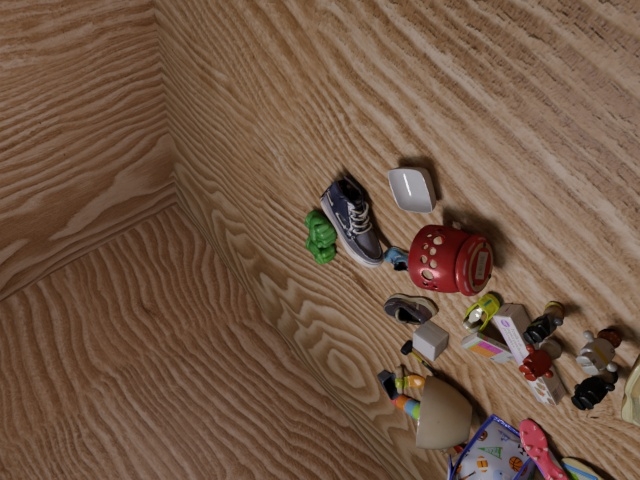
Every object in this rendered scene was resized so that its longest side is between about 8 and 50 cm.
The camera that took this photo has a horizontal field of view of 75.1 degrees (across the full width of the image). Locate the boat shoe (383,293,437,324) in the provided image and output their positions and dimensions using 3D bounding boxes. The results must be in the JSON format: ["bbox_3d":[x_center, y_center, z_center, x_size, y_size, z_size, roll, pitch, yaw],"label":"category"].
[{"bbox_3d":[0.322,0.273,1.598,0.103,0.092,0.285,59,154,-11],"label":"boat shoe"}]

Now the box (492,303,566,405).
[{"bbox_3d":[0.612,0.334,1.214,0.324,0.067,0.063,58,154,-11],"label":"box"}]

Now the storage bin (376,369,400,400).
[{"bbox_3d":[0.347,0.743,2.150,0.135,0.098,0.091,63,164,-17],"label":"storage bin"}]

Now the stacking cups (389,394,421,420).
[{"bbox_3d":[0.469,0.833,2.068,0.096,0.096,0.316,62,159,-16],"label":"stacking cups"}]

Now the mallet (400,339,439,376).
[{"bbox_3d":[0.431,0.502,1.774,0.190,0.062,0.039,35,154,4],"label":"mallet"}]

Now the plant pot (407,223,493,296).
[{"bbox_3d":[0.364,0.057,1.151,0.174,0.191,0.191,11,132,49],"label":"plant pot"}]

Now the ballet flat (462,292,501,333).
[{"bbox_3d":[0.485,0.241,1.299,0.077,0.077,0.231,47,154,26],"label":"ballet flat"}]

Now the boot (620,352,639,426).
[{"bbox_3d":[0.791,0.364,0.910,0.203,0.095,0.262,24,143,47],"label":"boot"}]

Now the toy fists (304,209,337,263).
[{"bbox_3d":[0.000,0.000,1.808,0.142,0.096,0.279,39,149,27],"label":"toy fists"}]

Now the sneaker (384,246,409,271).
[{"bbox_3d":[0.270,0.070,1.458,0.162,0.073,0.063,14,133,55],"label":"sneaker"}]

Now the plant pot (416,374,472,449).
[{"bbox_3d":[0.504,0.706,1.674,0.191,0.284,0.284,6,134,20],"label":"plant pot"}]

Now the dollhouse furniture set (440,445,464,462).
[{"bbox_3d":[0.659,0.975,1.900,0.262,0.135,0.259,52,166,6],"label":"dollhouse furniture set"}]

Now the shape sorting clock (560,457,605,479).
[{"bbox_3d":[0.883,0.797,1.351,0.206,0.040,0.206,52,161,25],"label":"shape sorting clock"}]

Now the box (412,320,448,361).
[{"bbox_3d":[0.416,0.378,1.575,0.102,0.087,0.101,34,148,36],"label":"box"}]

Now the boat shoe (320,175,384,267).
[{"bbox_3d":[0.126,-0.067,1.462,0.340,0.127,0.158,53,153,10],"label":"boat shoe"}]

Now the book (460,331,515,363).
[{"bbox_3d":[0.539,0.343,1.326,0.144,0.035,0.096,26,151,0],"label":"book"}]

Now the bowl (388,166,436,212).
[{"bbox_3d":[0.272,-0.154,1.203,0.142,0.053,0.142,14,135,53],"label":"bowl"}]

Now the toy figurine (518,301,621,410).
[{"bbox_3d":[0.629,0.284,1.046,0.213,0.148,0.209,25,137,49],"label":"toy figurine"}]

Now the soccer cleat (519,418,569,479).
[{"bbox_3d":[0.760,0.734,1.432,0.248,0.083,0.095,60,-173,13],"label":"soccer cleat"}]

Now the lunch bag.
[{"bbox_3d":[0.612,0.914,1.561,0.239,0.385,0.327,26,144,44],"label":"lunch bag"}]

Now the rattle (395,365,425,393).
[{"bbox_3d":[0.423,0.668,1.990,0.199,0.143,0.130,64,-170,-54],"label":"rattle"}]
